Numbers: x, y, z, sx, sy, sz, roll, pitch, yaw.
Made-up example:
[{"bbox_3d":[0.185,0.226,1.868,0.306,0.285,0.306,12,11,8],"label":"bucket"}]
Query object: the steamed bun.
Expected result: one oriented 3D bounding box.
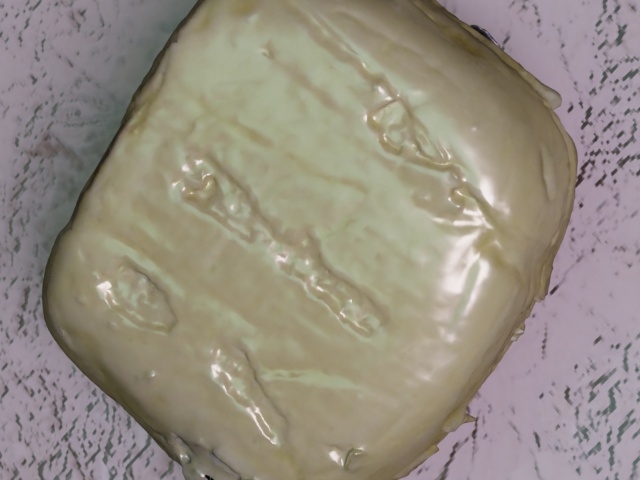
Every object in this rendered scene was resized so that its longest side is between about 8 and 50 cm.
[{"bbox_3d":[0.000,0.000,0.961,0.232,0.166,0.273,33,104,10],"label":"steamed bun"}]
